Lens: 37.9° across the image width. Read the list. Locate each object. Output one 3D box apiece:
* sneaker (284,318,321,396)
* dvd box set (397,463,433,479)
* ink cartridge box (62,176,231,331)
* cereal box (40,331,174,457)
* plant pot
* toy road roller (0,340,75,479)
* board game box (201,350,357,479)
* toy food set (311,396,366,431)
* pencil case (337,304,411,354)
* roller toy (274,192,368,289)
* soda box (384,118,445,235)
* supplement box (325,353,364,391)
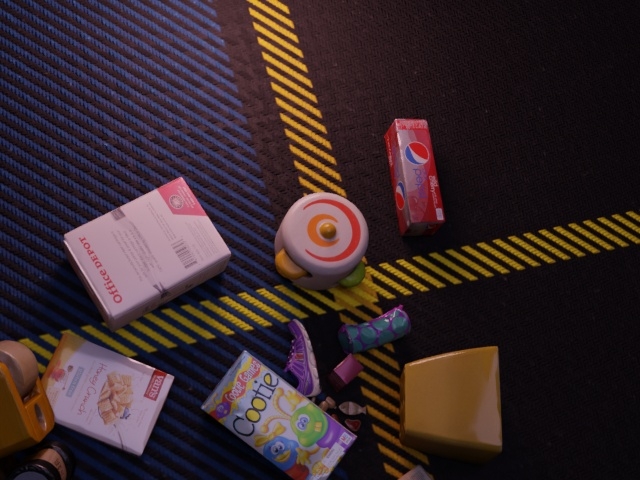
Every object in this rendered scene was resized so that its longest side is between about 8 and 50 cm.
[{"bbox_3d":[-0.047,0.247,1.959,0.071,0.068,0.170,-12,68,-3],"label":"sneaker"},{"bbox_3d":[0.138,0.652,1.757,0.420,0.062,0.307,-26,63,-37],"label":"dvd box set"},{"bbox_3d":[-0.362,0.028,1.934,0.283,0.117,0.207,-29,79,-22],"label":"ink cartridge box"},{"bbox_3d":[-0.433,0.306,1.848,0.240,0.047,0.173,22,68,-5],"label":"cereal box"},{"bbox_3d":[0.261,0.343,1.927,0.187,0.212,0.212,2,69,0],"label":"plant pot"},{"bbox_3d":[-0.606,0.367,1.681,0.240,0.202,0.329,-19,92,-5],"label":"toy road roller"},{"bbox_3d":[-0.083,0.358,1.848,0.275,0.144,0.142,37,81,3],"label":"board game box"},{"bbox_3d":[0.032,0.371,1.954,0.122,0.019,0.078,17,67,-11],"label":"toy food set"},{"bbox_3d":[0.117,0.195,2.016,0.151,0.064,0.070,-17,99,-20],"label":"pencil case"},{"bbox_3d":[0.000,0.000,2.017,0.209,0.146,0.191,2,69,-12],"label":"roller toy"},{"bbox_3d":[0.216,-0.146,2.155,0.083,0.092,0.263,-2,71,-14],"label":"soda box"},{"bbox_3d":[0.050,0.279,1.957,0.055,0.083,0.043,-40,83,-22],"label":"supplement box"}]
